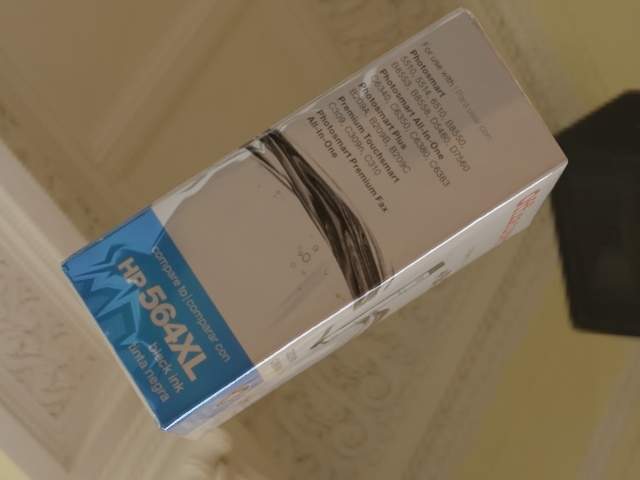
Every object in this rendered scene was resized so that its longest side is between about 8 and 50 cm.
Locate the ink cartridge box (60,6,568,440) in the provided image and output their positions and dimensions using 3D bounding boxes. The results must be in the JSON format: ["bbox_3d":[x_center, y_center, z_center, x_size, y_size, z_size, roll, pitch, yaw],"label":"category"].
[{"bbox_3d":[0.000,0.000,0.648,0.203,0.148,0.086,-32,-99,-4],"label":"ink cartridge box"}]
